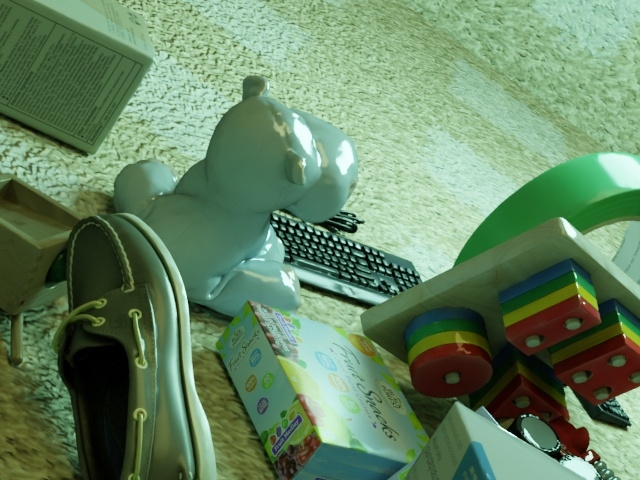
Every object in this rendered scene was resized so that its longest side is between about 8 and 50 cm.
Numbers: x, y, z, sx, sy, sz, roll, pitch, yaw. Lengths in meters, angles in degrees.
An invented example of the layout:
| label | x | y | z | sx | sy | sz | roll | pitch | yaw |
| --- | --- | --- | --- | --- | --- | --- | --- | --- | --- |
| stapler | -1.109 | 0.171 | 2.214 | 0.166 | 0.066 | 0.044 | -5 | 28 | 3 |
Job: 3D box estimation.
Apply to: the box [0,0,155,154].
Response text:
| label | x | y | z | sx | sy | sz | roll | pitch | yaw |
| --- | --- | --- | --- | --- | --- | --- | --- | --- | --- |
| box | -0.354 | -0.234 | 1.754 | 0.311 | 0.148 | 0.121 | 26 | 23 | -27 |

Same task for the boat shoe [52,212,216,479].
| label | x | y | z | sx | sy | sz | roll | pitch | yaw |
| --- | --- | --- | --- | --- | --- | --- | --- | --- | --- |
| boat shoe | -0.169 | 0.100 | 1.343 | 0.091 | 0.109 | 0.305 | 14 | 48 | -43 |

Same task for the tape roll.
| label | x | y | z | sx | sy | sz | roll | pitch | yaw |
| --- | --- | --- | --- | --- | --- | --- | --- | --- | --- |
| tape roll | 0.306 | 0.040 | 1.951 | 0.321 | 0.321 | 0.077 | 13 | 30 | -45 |

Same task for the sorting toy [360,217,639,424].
| label | x | y | z | sx | sy | sz | roll | pitch | yaw |
| --- | --- | --- | --- | --- | --- | --- | --- | --- | --- |
| sorting toy | 0.220 | 0.117 | 1.727 | 0.257 | 0.255 | 0.089 | 36 | 37 | -43 |

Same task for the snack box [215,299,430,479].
| label | x | y | z | sx | sy | sz | roll | pitch | yaw |
| --- | --- | --- | --- | --- | --- | --- | --- | --- | --- |
| snack box | 0.010 | 0.166 | 1.590 | 0.174 | 0.070 | 0.207 | 20 | 28 | -38 |

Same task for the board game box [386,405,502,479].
| label | x | y | z | sx | sy | sz | roll | pitch | yaw |
| --- | --- | --- | --- | --- | --- | --- | --- | --- | --- |
| board game box | 0.154 | 0.280 | 1.468 | 0.211 | 0.160 | 0.039 | 49 | -9 | 30 |

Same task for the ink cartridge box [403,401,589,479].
| label | x | y | z | sx | sy | sz | roll | pitch | yaw |
| --- | --- | --- | --- | --- | --- | --- | --- | --- | --- |
| ink cartridge box | 0.116 | 0.302 | 1.160 | 0.197 | 0.270 | 0.198 | 31 | 9 | -9 |

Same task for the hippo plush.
| label | x | y | z | sx | sy | sz | roll | pitch | yaw |
| --- | --- | --- | --- | --- | --- | --- | --- | --- | --- |
| hippo plush | -0.099 | -0.064 | 1.664 | 0.294 | 0.237 | 0.234 | 14 | 31 | -45 |

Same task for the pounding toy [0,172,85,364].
| label | x | y | z | sx | sy | sz | roll | pitch | yaw |
| --- | --- | --- | --- | --- | --- | --- | --- | --- | --- |
| pounding toy | -0.278 | 0.022 | 1.442 | 0.141 | 0.100 | 0.130 | 31 | 19 | 14 |

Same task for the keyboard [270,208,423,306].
| label | x | y | z | sx | sy | sz | roll | pitch | yaw |
| --- | --- | --- | --- | --- | --- | --- | --- | --- | --- |
| keyboard | 0.000 | 0.000 | 1.966 | 0.317 | 0.033 | 0.201 | 20 | 27 | -38 |

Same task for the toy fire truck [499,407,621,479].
| label | x | y | z | sx | sy | sz | roll | pitch | yaw |
| --- | --- | --- | --- | --- | --- | --- | --- | --- | --- |
| toy fire truck | 0.288 | 0.279 | 1.718 | 0.217 | 0.158 | 0.246 | 44 | 33 | 19 |

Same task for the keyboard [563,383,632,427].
| label | x | y | z | sx | sy | sz | roll | pitch | yaw |
| --- | --- | --- | --- | --- | --- | --- | --- | --- | --- |
| keyboard | 0.344 | 0.175 | 2.140 | 0.108 | 0.023 | 0.180 | 19 | 27 | -37 |
